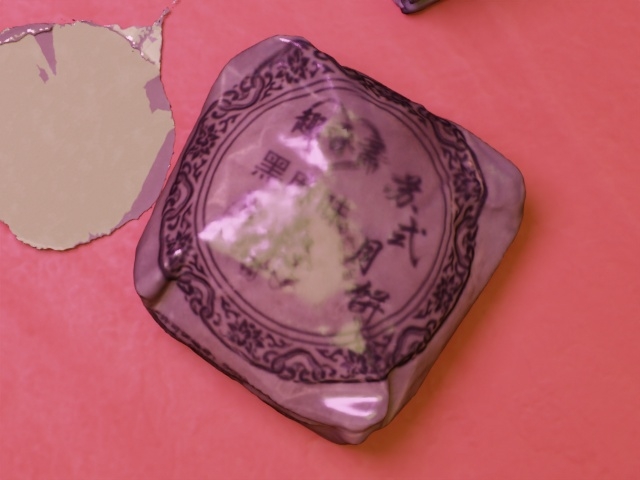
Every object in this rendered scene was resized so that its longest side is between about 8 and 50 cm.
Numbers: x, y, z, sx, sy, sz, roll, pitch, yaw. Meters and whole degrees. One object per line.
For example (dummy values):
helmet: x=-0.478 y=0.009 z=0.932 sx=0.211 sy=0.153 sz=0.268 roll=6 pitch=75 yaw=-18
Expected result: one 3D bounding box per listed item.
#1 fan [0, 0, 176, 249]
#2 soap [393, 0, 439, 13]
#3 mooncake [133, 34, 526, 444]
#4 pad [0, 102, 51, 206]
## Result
fan: x=-0.155 y=-0.137 z=1.243 sx=0.182 sy=0.010 sz=0.310 roll=42 pitch=81 yaw=-11
soap: x=0.156 y=-0.272 z=1.210 sx=0.261 sy=0.150 sz=0.094 roll=-25 pitch=85 yaw=-6
mooncake: x=0.000 y=-0.001 z=1.192 sx=0.254 sy=0.136 sz=0.250 roll=31 pitch=82 yaw=-4
pad: x=-0.343 y=-0.095 z=1.223 sx=0.174 sy=0.022 sz=0.233 roll=-37 pitch=92 yaw=-6
